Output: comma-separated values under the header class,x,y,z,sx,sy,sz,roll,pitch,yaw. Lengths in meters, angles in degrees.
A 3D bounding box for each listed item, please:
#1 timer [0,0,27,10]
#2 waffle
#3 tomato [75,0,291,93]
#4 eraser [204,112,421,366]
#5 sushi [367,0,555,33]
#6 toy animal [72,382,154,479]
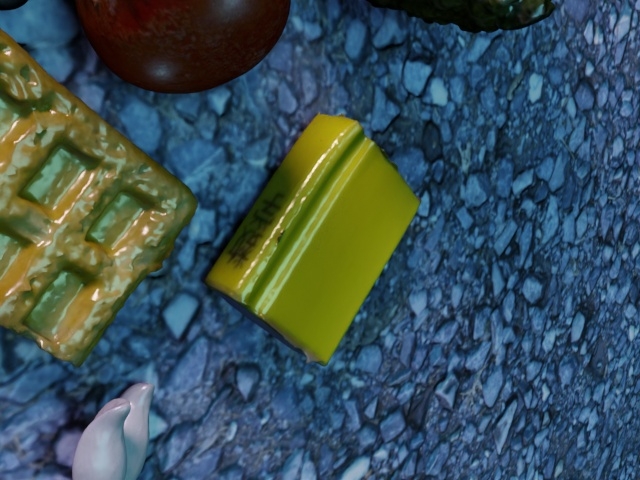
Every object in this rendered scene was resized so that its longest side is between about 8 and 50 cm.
class,x,y,z,sx,sy,sz,roll,pitch,yaw
timer,-0.238,-0.252,0.406,0.187,0.055,0.144,38,78,-46
waffle,-0.226,-0.040,0.470,0.274,0.057,0.168,44,71,-41
tomato,-0.096,-0.183,0.483,0.167,0.167,0.167,-13,110,-40
eraser,0.000,0.000,0.680,0.158,0.069,0.226,45,71,-43
sushi,0.147,-0.361,0.577,0.294,0.178,0.352,34,90,-29
toy animal,-0.197,0.234,0.558,0.104,0.131,0.221,35,50,-70
